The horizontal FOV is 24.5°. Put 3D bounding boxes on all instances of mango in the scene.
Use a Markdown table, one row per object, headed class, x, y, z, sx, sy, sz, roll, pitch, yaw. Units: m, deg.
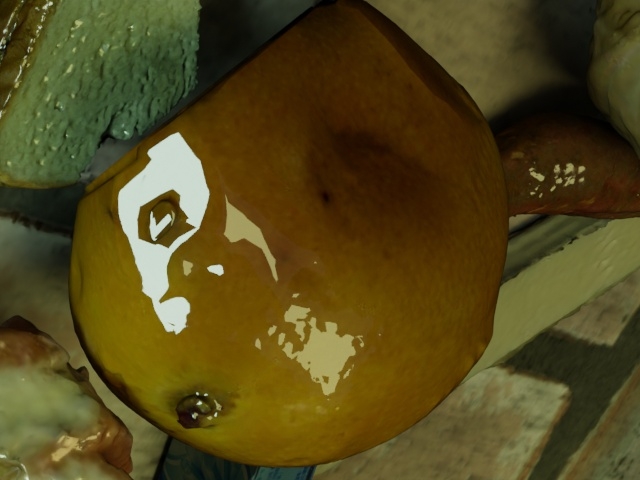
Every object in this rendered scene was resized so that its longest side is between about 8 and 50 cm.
| class | x | y | z | sx | sy | sz | roll | pitch | yaw |
| --- | --- | --- | --- | --- | --- | --- | --- | --- | --- |
| mango | 0.000 | 0.000 | 0.621 | 0.136 | 0.166 | 0.236 | -26 | -167 | 44 |

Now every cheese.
| class | x | y | z | sx | sy | sz | roll | pitch | yaw |
| --- | --- | --- | --- | --- | --- | --- | --- | --- | --- |
| cheese | 0.127 | 0.024 | 0.881 | 0.400 | 0.034 | 0.085 | -28 | 143 | -29 |

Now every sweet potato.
| class | x | y | z | sx | sy | sz | roll | pitch | yaw |
| --- | --- | --- | --- | --- | --- | --- | --- | --- | --- |
| sweet potato | 0.133 | -0.032 | 0.806 | 0.255 | 0.058 | 0.078 | -9 | 101 | -40 |

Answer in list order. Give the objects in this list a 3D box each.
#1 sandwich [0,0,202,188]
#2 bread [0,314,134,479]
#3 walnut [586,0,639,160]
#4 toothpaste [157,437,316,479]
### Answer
| class | x | y | z | sx | sy | sz | roll | pitch | yaw |
| --- | --- | --- | --- | --- | --- | --- | --- | --- | --- |
| sandwich | -0.090 | -0.065 | 0.554 | 0.093 | 0.036 | 0.105 | 12 | 112 | -53 |
| bread | -0.153 | 0.141 | 0.546 | 0.244 | 0.190 | 0.123 | -61 | -177 | -22 |
| walnut | 0.249 | -0.101 | 0.767 | 0.245 | 0.198 | 0.198 | 14 | 110 | -45 |
| toothpaste | -0.054 | 0.147 | 0.754 | 0.053 | 0.066 | 0.272 | -6 | 124 | -46 |
